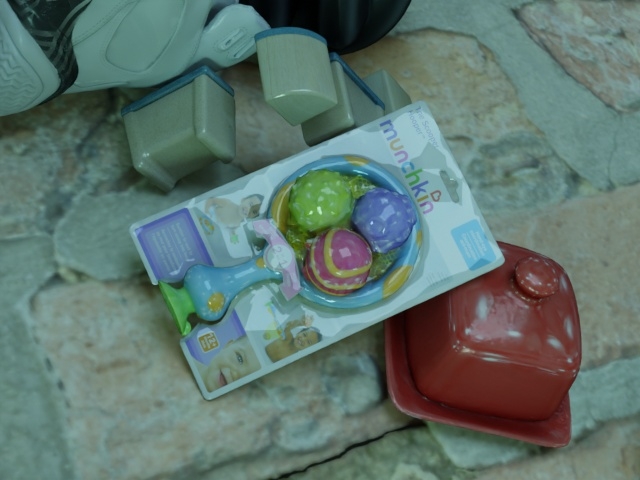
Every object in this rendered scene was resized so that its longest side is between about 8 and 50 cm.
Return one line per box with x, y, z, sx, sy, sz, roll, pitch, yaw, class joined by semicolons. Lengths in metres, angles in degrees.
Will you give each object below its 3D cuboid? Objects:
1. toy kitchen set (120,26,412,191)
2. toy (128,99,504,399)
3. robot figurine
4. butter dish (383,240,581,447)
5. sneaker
-0.033;-0.088;0.966;0.207;0.166;0.122;40;33;-49;toy kitchen set
0.000;0.000;0.834;0.237;0.056;0.136;-25;83;-7;toy
0.010;-0.264;1.036;0.209;0.173;0.278;40;32;-15;robot figurine
0.138;0.056;0.902;0.160;0.118;0.160;15;49;-18;butter dish
-0.112;-0.215;0.829;0.210;0.366;0.137;-14;73;-43;sneaker
